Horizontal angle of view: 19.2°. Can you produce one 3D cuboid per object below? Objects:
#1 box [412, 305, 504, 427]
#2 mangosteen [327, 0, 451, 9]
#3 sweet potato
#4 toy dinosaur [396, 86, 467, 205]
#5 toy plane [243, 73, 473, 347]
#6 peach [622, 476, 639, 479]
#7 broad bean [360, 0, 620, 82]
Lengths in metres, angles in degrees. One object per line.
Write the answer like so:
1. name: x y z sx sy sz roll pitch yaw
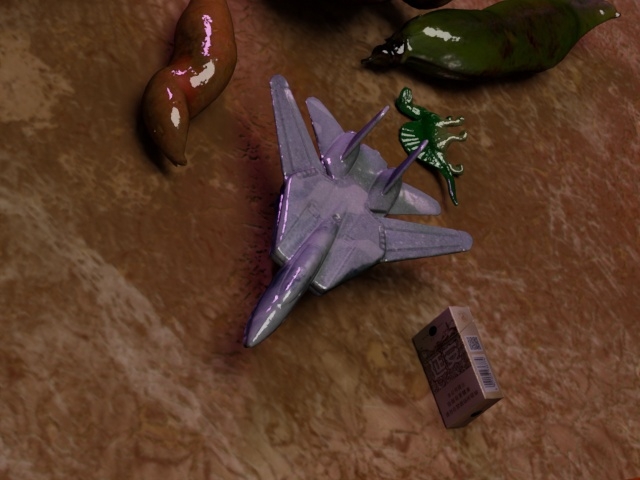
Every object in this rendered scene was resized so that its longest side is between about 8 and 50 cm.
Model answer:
1. box: 0.108 0.100 1.492 0.024 0.053 0.083 -1 59 -40
2. mangosteen: 0.050 -0.296 1.652 0.257 0.215 0.215 38 35 -48
3. sweet potato: -0.099 -0.140 1.506 0.055 0.058 0.202 50 36 -29
4. toy dinosaur: 0.098 -0.079 1.649 0.060 0.029 0.120 3 61 -19
5. toy plane: -0.006 0.005 1.456 0.212 0.088 0.267 40 50 -6
6. peach: 0.238 0.272 1.413 0.189 0.226 0.196 16 80 12
7. broad bean: 0.168 -0.187 1.756 0.339 0.061 0.077 -13 56 -45
